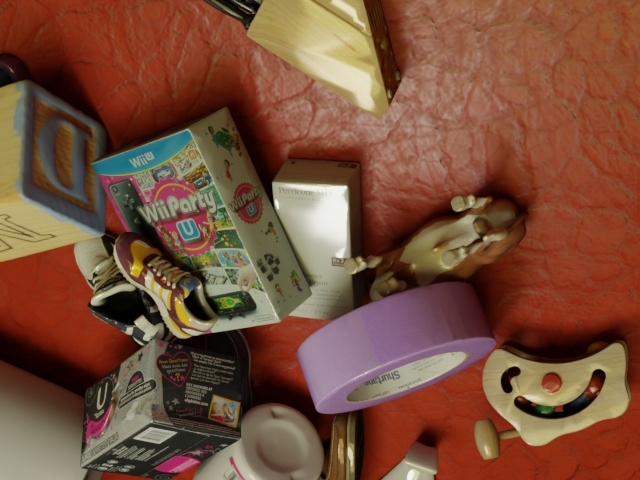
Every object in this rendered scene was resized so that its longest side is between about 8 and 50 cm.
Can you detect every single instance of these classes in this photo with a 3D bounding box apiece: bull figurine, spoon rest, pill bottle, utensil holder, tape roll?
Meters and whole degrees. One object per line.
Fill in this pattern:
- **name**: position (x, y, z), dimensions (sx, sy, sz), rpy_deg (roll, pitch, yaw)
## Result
- **bull figurine**: position (0.149, 0.032, 1.463), dimensions (0.310, 0.188, 0.101), rpy_deg (-36, 73, 22)
- **spoon rest**: position (0.153, 0.428, 1.745), dimensions (0.137, 0.084, 0.276), rpy_deg (19, 136, 7)
- **pill bottle**: position (-0.122, 0.403, 1.730), dimensions (0.160, 0.160, 0.283), rpy_deg (34, 136, -5)
- **utensil holder**: position (-0.582, 0.367, 1.774), dimensions (0.385, 0.327, 0.327), rpy_deg (23, 123, -1)
- **tape roll**: position (0.109, 0.157, 1.476), dimensions (0.275, 0.275, 0.090), rpy_deg (-31, 69, 29)

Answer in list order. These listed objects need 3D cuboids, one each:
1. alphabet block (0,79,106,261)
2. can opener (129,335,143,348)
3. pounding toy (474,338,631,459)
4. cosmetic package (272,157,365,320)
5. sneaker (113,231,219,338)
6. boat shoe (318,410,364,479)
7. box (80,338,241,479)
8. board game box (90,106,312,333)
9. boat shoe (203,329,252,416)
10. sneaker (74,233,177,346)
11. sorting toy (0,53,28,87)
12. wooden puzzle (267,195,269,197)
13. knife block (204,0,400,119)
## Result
- **alphabet block**: position (-0.447, -0.096, 1.500), dimensions (0.197, 0.192, 0.193), rpy_deg (-14, 156, 22)
- **can opener**: position (-0.280, 0.175, 1.724), dimensions (0.073, 0.059, 0.186), rpy_deg (-36, 105, 31)
- **pounding toy**: position (0.342, 0.217, 1.562), dimensions (0.269, 0.155, 0.154), rpy_deg (-25, 81, 17)
- **cosmetic package**: position (0.000, 0.000, 1.526), dimensions (0.117, 0.085, 0.231), rpy_deg (4, 121, 15)
- **sneaker**: position (-0.216, 0.056, 1.475), dimensions (0.084, 0.069, 0.185), rpy_deg (-24, 111, 46)
- **boat shoe**: position (0.016, 0.411, 1.743), dimensions (0.104, 0.111, 0.307), rpy_deg (8, 121, 11)
- **box**: position (-0.256, 0.271, 1.626), dimensions (0.163, 0.142, 0.247), rpy_deg (18, 143, -31)
- **board game box**: position (-0.174, -0.019, 1.507), dimensions (0.224, 0.097, 0.303), rpy_deg (-13, 107, 40)
- **boat shoe**: position (-0.156, 0.222, 1.711), dimensions (0.075, 0.065, 0.206), rpy_deg (0, 119, 16)
- **sneaker**: position (-0.318, 0.062, 1.577), dimensions (0.094, 0.153, 0.235), rpy_deg (-34, 72, -2)
- **sorting toy**: position (-0.589, -0.332, 1.482), dimensions (0.127, 0.126, 0.365), rpy_deg (-36, 104, 30)
- **wooden puzzle**: position (-0.112, -0.074, 1.561), dimensions (0.049, 0.006, 0.083), rpy_deg (-25, 110, 27)
- **knife block**: position (-0.039, -0.287, 1.369), dimensions (0.242, 0.088, 0.275), rpy_deg (-7, 117, 21)
